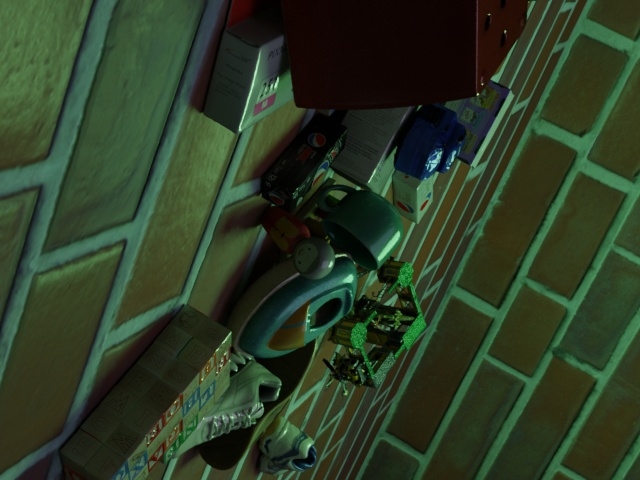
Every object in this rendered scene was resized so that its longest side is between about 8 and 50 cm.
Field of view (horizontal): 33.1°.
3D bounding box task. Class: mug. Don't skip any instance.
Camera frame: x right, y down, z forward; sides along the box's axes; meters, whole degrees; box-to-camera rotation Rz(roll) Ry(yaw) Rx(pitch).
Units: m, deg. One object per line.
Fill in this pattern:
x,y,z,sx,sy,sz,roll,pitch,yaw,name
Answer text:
0.077,-0.034,1.870,0.097,0.129,0.158,-48,141,-16,mug

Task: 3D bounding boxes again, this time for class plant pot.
0.119,-0.317,1.328,0.267,0.236,0.267,-55,150,-39,plant pot

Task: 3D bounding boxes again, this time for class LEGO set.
0.091,0.193,2.568,0.331,0.192,0.255,-56,135,-30,LEGO set

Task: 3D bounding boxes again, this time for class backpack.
0.182,-0.161,1.800,0.120,0.101,0.098,-52,161,-40,backpack

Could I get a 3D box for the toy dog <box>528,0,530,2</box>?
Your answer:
0.248,-0.449,1.617,0.220,0.161,0.333,84,18,-74,toy dog

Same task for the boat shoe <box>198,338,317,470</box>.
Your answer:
-0.116,0.286,2.075,0.341,0.121,0.110,-54,172,14,boat shoe

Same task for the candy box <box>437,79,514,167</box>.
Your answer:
0.250,-0.258,2.093,0.165,0.196,0.070,-62,166,7,candy box

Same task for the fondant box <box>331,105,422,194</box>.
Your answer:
0.133,-0.250,1.878,0.330,0.096,0.238,-60,172,1,fondant box

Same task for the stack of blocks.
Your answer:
-0.253,0.261,1.606,0.297,0.087,0.171,-51,163,-33,stack of blocks

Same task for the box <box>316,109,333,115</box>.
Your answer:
0.043,-0.267,1.724,0.136,0.028,0.081,-47,161,-38,box

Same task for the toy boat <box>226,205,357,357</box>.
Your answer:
-0.037,0.084,1.817,0.267,0.148,0.318,-33,148,-23,toy boat

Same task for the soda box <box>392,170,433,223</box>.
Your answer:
0.215,-0.119,2.491,0.074,0.069,0.216,-56,164,-14,soda box

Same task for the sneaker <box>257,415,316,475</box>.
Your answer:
-0.076,0.528,2.615,0.112,0.131,0.296,-57,166,-21,sneaker

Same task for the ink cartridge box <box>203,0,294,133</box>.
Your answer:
-0.031,-0.290,1.375,0.275,0.060,0.239,-42,157,-51,ink cartridge box

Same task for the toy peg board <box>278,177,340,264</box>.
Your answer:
0.000,0.000,1.979,0.160,0.079,0.161,-50,162,-36,toy peg board

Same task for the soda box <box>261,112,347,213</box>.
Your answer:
-0.024,-0.124,1.702,0.169,0.060,0.053,-52,164,-31,soda box

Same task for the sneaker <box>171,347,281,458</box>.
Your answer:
-0.172,0.292,1.881,0.292,0.118,0.110,-40,156,-50,sneaker
